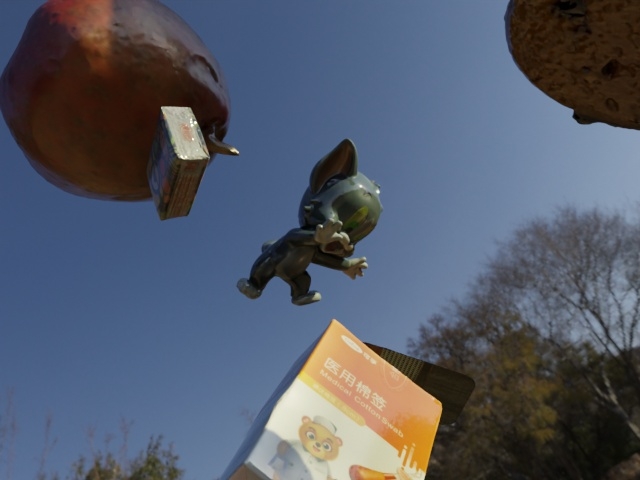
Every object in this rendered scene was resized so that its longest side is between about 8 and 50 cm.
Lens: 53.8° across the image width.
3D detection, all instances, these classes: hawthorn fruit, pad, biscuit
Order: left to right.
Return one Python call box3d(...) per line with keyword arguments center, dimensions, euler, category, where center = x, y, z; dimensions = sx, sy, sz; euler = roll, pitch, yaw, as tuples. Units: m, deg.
box3d(center=(-0.230, -0.163, 0.796), dimensions=(0.277, 0.298, 0.277), euler=(-61, -10, -18), category="hawthorn fruit")
box3d(center=(0.177, 0.245, 1.186), dimensions=(0.249, 0.055, 0.323), euler=(17, -32, 4), category="pad")
box3d(center=(0.328, -0.211, 0.628), dimensions=(0.075, 0.295, 0.296), euler=(-66, -25, -16), category="biscuit")

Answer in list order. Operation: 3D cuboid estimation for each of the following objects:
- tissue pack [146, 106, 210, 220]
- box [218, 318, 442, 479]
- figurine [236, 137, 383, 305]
box3d(center=(-0.127, -0.067, 0.555), dimensions=(0.035, 0.063, 0.083), euler=(-5, -32, -31), category="tissue pack")
box3d(center=(0.019, 0.291, 0.862), dimensions=(0.143, 0.225, 0.341), euler=(-53, -2, 29), category="box")
box3d(center=(-0.004, 0.000, 0.977), dimensions=(0.265, 0.140, 0.193), euler=(-34, -43, 12), category="figurine")
